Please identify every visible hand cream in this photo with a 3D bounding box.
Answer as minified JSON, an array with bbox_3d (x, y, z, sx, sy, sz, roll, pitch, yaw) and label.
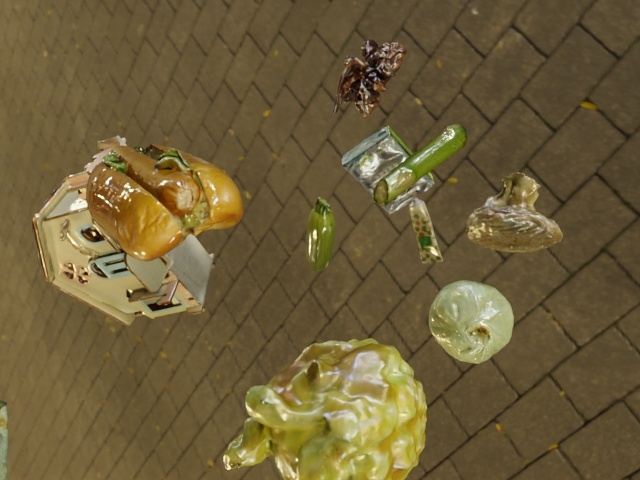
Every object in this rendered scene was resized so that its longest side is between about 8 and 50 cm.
[{"bbox_3d":[0.241,-0.023,1.550,0.057,0.037,0.165,-4,109,41],"label":"hand cream"}]

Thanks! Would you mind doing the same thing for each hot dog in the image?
[{"bbox_3d":[-0.139,-0.043,0.541,0.249,0.100,0.068,23,133,61],"label":"hot dog"}]

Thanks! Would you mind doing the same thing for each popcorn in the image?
[{"bbox_3d":[0.031,0.317,1.137,0.279,0.335,0.274,33,147,21],"label":"popcorn"}]

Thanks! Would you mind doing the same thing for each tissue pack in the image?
[{"bbox_3d":[0.193,-0.199,1.904,0.173,0.235,0.073,-32,35,22],"label":"tissue pack"}]

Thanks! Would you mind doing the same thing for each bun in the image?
[{"bbox_3d":[0.347,0.187,1.528,0.195,0.118,0.196,1,102,5],"label":"bun"}]

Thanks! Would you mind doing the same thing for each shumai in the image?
[{"bbox_3d":[0.441,-0.061,1.508,0.209,0.161,0.153,0,74,29],"label":"shumai"}]

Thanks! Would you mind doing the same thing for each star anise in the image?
[{"bbox_3d":[0.130,-0.450,1.798,0.190,0.126,0.220,11,78,34],"label":"star anise"}]

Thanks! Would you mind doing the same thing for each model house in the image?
[{"bbox_3d":[-0.364,0.011,1.129,0.244,0.169,0.326,-9,132,27],"label":"model house"}]

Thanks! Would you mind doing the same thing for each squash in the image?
[{"bbox_3d":[0.000,0.000,1.549,0.069,0.069,0.258,53,157,29],"label":"squash"}]

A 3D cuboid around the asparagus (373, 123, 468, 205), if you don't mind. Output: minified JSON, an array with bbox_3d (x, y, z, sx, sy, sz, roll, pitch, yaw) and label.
[{"bbox_3d":[0.220,-0.170,1.468,0.060,0.277,0.067,49,154,9],"label":"asparagus"}]

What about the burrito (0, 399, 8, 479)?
[{"bbox_3d":[-0.560,0.389,1.078,0.089,0.144,0.229,-6,93,26],"label":"burrito"}]
